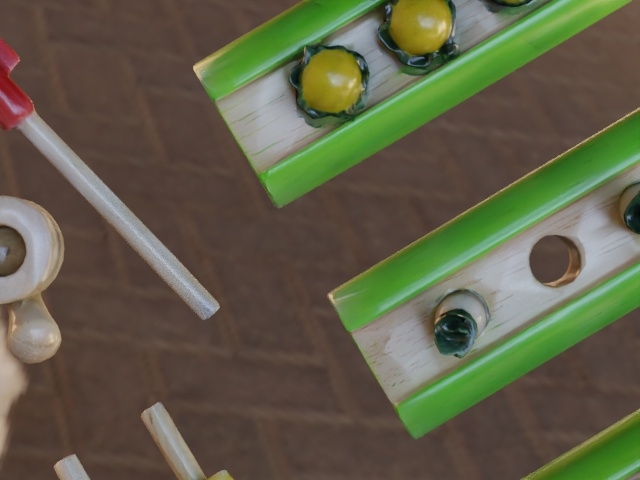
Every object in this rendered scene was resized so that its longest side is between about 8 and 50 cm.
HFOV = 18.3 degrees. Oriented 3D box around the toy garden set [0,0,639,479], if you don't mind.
[{"bbox_3d":[0.000,0.000,0.488,0.244,0.204,0.049,59,-1,0],"label":"toy garden set"}]
